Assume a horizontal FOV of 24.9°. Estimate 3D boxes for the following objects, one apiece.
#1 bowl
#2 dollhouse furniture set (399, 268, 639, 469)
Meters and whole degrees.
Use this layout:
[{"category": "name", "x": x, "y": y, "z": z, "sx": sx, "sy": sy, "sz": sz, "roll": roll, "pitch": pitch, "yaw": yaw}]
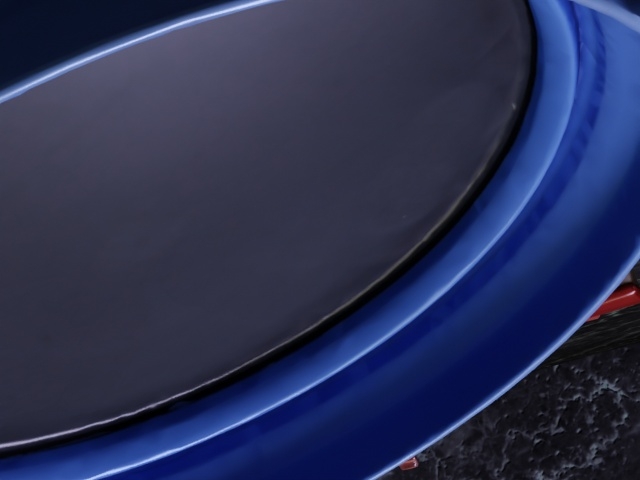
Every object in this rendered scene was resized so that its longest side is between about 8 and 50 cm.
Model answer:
[{"category": "bowl", "x": -0.056, "y": 0.019, "z": 0.521, "sx": 0.391, "sy": 0.077, "sz": 0.391, "roll": -21, "pitch": 153, "yaw": -12}, {"category": "dollhouse furniture set", "x": 0.111, "y": 0.111, "z": 1.285, "sx": 0.374, "sy": 0.152, "sz": 0.201, "roll": -18, "pitch": 169, "yaw": 16}]
